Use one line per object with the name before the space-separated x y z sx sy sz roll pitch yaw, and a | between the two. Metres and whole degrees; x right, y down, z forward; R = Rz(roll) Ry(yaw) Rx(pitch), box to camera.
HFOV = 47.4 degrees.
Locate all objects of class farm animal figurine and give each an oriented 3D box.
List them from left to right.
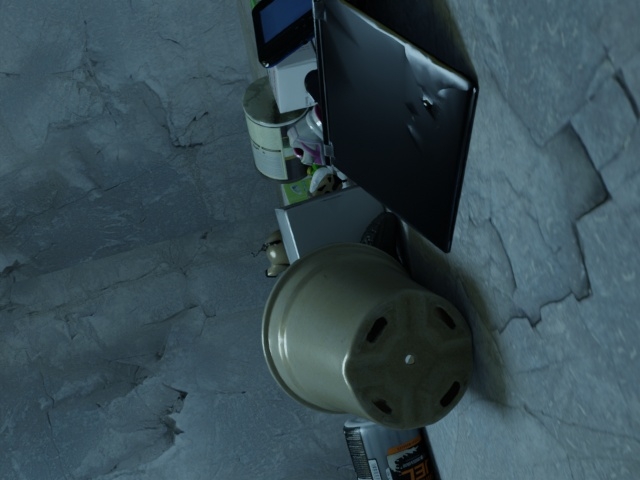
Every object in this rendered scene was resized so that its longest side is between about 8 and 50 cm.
farm animal figurine | 0.000 0.000 1.762 0.172 0.326 0.330 -42 66 56

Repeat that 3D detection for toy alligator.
toy alligator | 0.003 -0.178 2.232 0.051 0.056 0.190 -54 -37 -40

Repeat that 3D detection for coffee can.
coffee can | -0.120 -0.332 2.204 0.275 0.201 0.202 84 169 -57

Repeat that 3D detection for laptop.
laptop | 0.120 -0.263 1.123 0.382 0.236 0.408 85 -164 -57

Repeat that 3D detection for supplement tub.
supplement tub | 0.188 0.592 1.849 0.193 0.193 0.316 136 117 -83

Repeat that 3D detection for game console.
game console | -0.061 -0.498 1.339 0.173 0.250 0.293 47 -162 -33

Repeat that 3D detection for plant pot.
plant pot | 0.094 0.178 1.262 0.305 0.333 0.334 -168 62 -71

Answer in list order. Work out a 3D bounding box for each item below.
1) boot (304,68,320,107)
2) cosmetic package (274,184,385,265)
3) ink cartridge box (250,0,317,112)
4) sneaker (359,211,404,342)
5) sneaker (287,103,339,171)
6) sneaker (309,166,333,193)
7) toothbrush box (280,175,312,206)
boot | 0.045 -0.281 1.609 0.219 0.082 0.106 65 -158 -10
cosmetic package | 0.057 0.083 1.602 0.156 0.217 0.385 -169 65 -77
ink cartridge box | -0.096 -0.511 1.944 0.198 0.114 0.273 88 165 -65
sneaker | 0.133 0.084 1.484 0.109 0.130 0.286 -117 35 -78
sneaker | -0.007 -0.231 1.748 0.252 0.111 0.103 45 -157 -60
sneaker | 0.006 -0.137 2.124 0.232 0.090 0.115 83 173 -49
toothbrush box | -0.047 -0.084 2.564 0.206 0.122 0.283 83 171 -52
